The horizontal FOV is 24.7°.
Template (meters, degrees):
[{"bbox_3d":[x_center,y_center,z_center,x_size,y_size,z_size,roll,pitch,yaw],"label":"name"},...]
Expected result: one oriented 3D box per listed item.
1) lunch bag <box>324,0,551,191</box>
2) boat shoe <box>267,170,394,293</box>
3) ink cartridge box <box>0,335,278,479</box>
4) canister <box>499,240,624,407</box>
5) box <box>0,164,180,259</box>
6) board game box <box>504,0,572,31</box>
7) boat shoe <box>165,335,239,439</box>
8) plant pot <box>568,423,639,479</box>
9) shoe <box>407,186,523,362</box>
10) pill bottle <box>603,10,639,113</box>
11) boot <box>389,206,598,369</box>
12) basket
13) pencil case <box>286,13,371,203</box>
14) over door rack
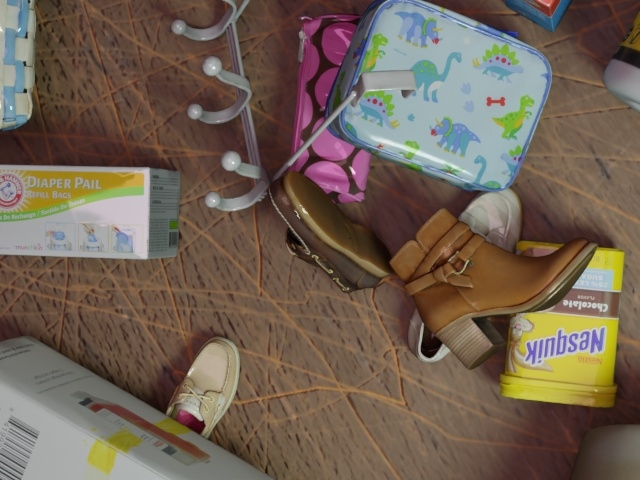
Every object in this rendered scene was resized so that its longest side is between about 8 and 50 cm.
[{"bbox_3d":[0.128,-0.158,1.568,0.219,0.090,0.176,19,91,-15],"label":"lunch bag"},{"bbox_3d":[0.000,0.000,1.586,0.073,0.207,0.073,-26,47,22],"label":"boat shoe"},{"bbox_3d":[-0.259,0.319,1.615,0.385,0.160,0.279,27,104,18],"label":"ink cartridge box"},{"bbox_3d":[0.264,0.089,1.590,0.126,0.073,0.170,5,91,12],"label":"canister"},{"bbox_3d":[-0.275,-0.033,1.674,0.203,0.114,0.103,2,91,13],"label":"box"},{"bbox_3d":[0.290,-0.375,1.491,0.064,0.242,0.316,32,97,7],"label":"board game box"},{"bbox_3d":[-0.142,0.192,1.679,0.063,0.059,0.170,22,96,10],"label":"boat shoe"},{"bbox_3d":[0.357,0.338,1.484,0.323,0.323,0.280,2,74,11],"label":"plant pot"},{"bbox_3d":[0.161,0.039,1.616,0.076,0.058,0.219,26,96,10],"label":"shoe"},{"bbox_3d":[0.448,-0.258,1.488,0.188,0.188,0.334,31,96,9],"label":"pill bottle"},{"bbox_3d":[0.178,0.022,1.545,0.197,0.073,0.152,-40,72,10],"label":"boot"},{"bbox_3d":[-0.469,-0.218,1.649,0.289,0.201,0.254,4,91,-20],"label":"basket"},{"bbox_3d":[0.013,-0.147,1.627,0.098,0.095,0.209,5,90,-24],"label":"pencil case"},{"bbox_3d":[-0.054,-0.198,1.525,0.324,0.108,0.239,-33,63,49],"label":"over door rack"}]
